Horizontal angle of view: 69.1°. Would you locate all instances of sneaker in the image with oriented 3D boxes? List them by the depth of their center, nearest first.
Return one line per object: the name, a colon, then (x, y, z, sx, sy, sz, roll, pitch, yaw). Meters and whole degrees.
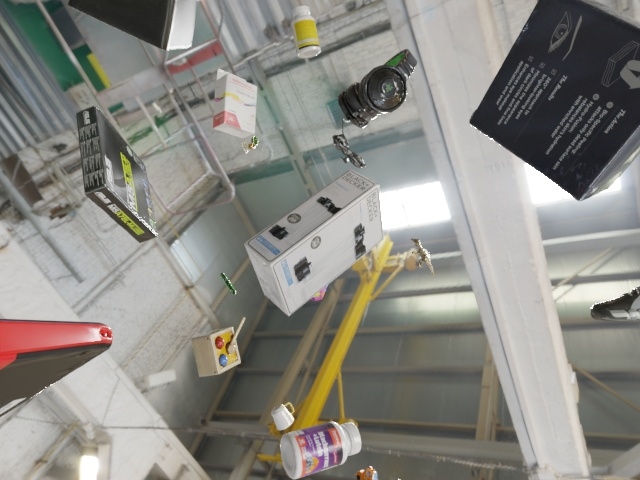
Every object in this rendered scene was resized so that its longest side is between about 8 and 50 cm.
sneaker: (0.638, 0.089, 0.914, 0.228, 0.132, 0.086, -4, 169, 0)

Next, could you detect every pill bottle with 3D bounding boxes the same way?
pill bottle: (0.003, 0.533, 1.199, 0.193, 0.108, 0.108, -4, -164, -28)
pill bottle: (-0.041, -0.548, 1.221, 0.065, 0.117, 0.065, -12, -175, 1)

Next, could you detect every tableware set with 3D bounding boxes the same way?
tableware set: (-0.259, -0.392, 1.649, 0.024, 0.154, 0.104, 0, -140, 21)

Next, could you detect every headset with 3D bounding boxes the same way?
headset: (0.162, -0.402, 1.391, 0.394, 0.185, 0.243, -53, -161, -24)

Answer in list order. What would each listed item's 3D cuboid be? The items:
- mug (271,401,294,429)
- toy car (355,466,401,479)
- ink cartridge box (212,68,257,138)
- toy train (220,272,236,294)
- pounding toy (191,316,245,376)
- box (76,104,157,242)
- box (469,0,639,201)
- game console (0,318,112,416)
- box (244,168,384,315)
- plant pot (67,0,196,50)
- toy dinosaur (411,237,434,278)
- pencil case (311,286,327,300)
mug: (-0.127, 0.571, 1.525, 0.062, 0.064, 0.078, -27, -174, 13)
toy car: (0.147, 0.589, 1.159, 0.060, 0.122, 0.041, 16, -97, 57)
ink cartridge box: (-0.262, -0.431, 1.434, 0.115, 0.198, 0.067, 10, 167, -44)
toy train: (-0.293, 0.138, 1.479, 0.017, 0.083, 0.024, -34, 172, -6)
pounding toy: (-0.283, 0.304, 1.345, 0.100, 0.130, 0.141, -14, 177, 24)
box: (-0.372, -0.117, 0.857, 0.045, 0.184, 0.191, -19, -119, -3)
box: (0.275, -0.154, 0.492, 0.093, 0.156, 0.158, -16, -127, -39)
game console: (-0.462, 0.182, 0.456, 0.386, 0.060, 0.342, -31, 166, 9)
box: (0.000, 0.000, 0.967, 0.290, 0.169, 0.087, -37, -131, -24)
plant pot: (-0.337, -0.493, 0.902, 0.188, 0.187, 0.167, -88, -157, -66)
toy dinosaur: (0.399, 0.068, 1.772, 0.053, 0.183, 0.092, -30, 174, 36)
pencil case: (0.000, 0.139, 1.980, 0.104, 0.104, 0.236, -7, -138, 33)
